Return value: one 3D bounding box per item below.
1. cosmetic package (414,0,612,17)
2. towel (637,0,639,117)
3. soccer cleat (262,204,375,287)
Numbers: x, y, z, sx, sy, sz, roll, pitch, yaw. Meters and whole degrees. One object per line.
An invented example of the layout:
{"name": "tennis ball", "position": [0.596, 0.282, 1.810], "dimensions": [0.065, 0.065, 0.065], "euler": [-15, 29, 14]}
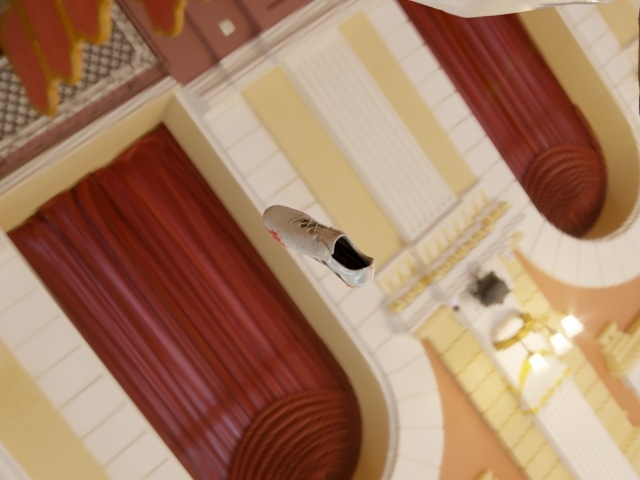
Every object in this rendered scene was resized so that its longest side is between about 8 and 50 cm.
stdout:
{"name": "cosmetic package", "position": [0.106, -0.365, 0.593], "dimensions": [0.217, 0.384, 0.156], "euler": [4, -175, -40]}
{"name": "towel", "position": [0.301, -0.187, 0.400], "dimensions": [0.325, 0.312, 0.056], "euler": [2, -178, 4]}
{"name": "soccer cleat", "position": [0.000, 0.000, 0.579], "dimensions": [0.029, 0.083, 0.035], "euler": [-51, 174, -24]}
